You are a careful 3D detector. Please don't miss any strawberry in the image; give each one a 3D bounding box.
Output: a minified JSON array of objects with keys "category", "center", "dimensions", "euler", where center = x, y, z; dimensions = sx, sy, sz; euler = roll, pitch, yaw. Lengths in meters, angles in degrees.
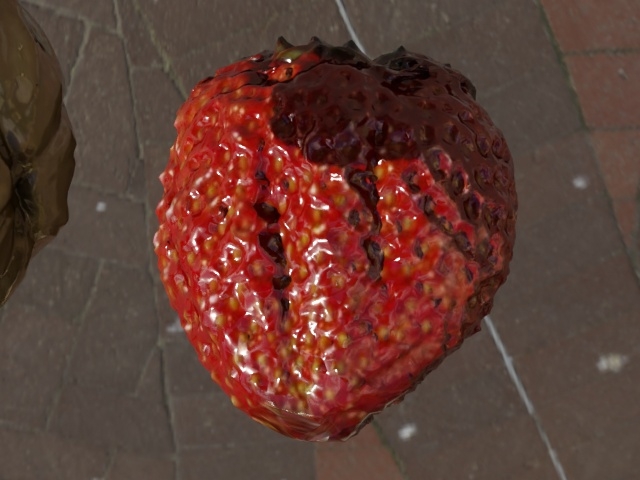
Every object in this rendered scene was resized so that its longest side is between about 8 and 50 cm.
[{"category":"strawberry","center":[0.000,0.000,0.816],"dimensions":[0.239,0.288,0.250],"euler":[15,152,-8]}]

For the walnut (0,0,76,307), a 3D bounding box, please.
[{"category":"walnut","center":[-0.217,-0.047,0.502],"dimensions":[0.213,0.213,0.213],"euler":[-3,124,-5]}]
